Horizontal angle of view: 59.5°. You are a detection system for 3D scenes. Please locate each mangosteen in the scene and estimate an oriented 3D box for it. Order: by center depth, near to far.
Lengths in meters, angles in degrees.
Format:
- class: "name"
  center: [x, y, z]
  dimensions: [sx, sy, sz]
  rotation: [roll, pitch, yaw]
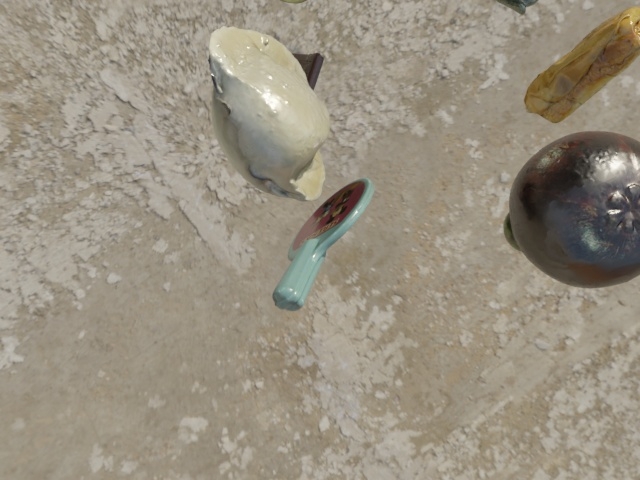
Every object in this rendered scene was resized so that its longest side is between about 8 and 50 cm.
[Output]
- class: "mangosteen"
  center: [0.363, -0.042, 0.764]
  dimensions: [0.216, 0.216, 0.216]
  rotation: [-2, 99, -11]

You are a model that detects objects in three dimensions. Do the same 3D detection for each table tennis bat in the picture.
- class: "table tennis bat"
  center: [0.000, 0.000, 0.743]
  dimensions: [0.040, 0.153, 0.244]
  rotation: [45, 44, -15]

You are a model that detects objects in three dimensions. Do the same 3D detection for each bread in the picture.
- class: "bread"
  center: [0.270, -0.177, 0.566]
  dimensions: [0.053, 0.132, 0.074]
  rotation: [48, 54, 1]

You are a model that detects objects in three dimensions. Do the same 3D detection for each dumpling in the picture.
- class: "dumpling"
  center: [-0.061, -0.205, 0.876]
  dimensions: [0.175, 0.227, 0.243]
  rotation: [17, 135, 17]

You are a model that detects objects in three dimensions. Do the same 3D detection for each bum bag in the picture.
- class: "bum bag"
  center: [-0.056, -0.359, 1.231]
  dimensions: [0.026, 0.159, 0.109]
  rotation: [15, 97, -40]

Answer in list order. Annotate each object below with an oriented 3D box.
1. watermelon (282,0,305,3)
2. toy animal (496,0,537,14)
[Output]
- class: "watermelon"
  center: [-0.034, -0.560, 1.131]
  dimensions: [0.159, 0.303, 0.128]
  rotation: [-8, 91, -20]
- class: "toy animal"
  center: [0.332, -0.463, 0.822]
  dimensions: [0.108, 0.138, 0.236]
  rotation: [23, 106, -48]
